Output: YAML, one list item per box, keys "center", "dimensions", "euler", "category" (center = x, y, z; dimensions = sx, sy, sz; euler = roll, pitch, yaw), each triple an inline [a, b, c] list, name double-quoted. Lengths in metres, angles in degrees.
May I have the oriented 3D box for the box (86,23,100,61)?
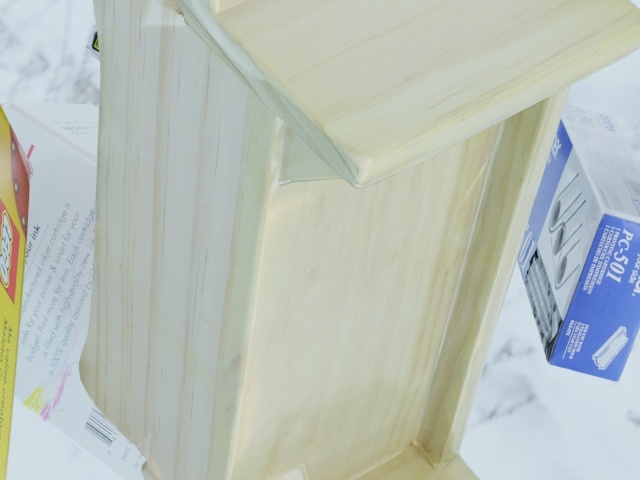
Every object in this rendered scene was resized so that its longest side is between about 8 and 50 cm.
- center: [-0.079, -0.191, 1.202]
  dimensions: [0.114, 0.036, 0.207]
  euler: [38, 120, 18]
  category: "box"

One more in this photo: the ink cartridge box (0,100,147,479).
- center: [-0.170, 0.028, 1.321]
  dimensions: [0.353, 0.119, 0.207]
  euler: [33, 108, 23]
  category: "ink cartridge box"

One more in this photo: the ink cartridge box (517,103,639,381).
- center: [0.158, -0.005, 1.033]
  dimensions: [0.046, 0.207, 0.097]
  euler: [15, 111, -6]
  category: "ink cartridge box"

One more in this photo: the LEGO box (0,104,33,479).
- center: [-0.380, 0.135, 0.964]
  dimensions: [0.373, 0.500, 0.193]
  euler: [-5, 149, 7]
  category: "LEGO box"

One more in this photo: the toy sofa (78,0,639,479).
- center: [0.000, 0.000, 0.783]
  dimensions: [0.177, 0.150, 0.362]
  euler: [48, 148, 29]
  category: "toy sofa"
